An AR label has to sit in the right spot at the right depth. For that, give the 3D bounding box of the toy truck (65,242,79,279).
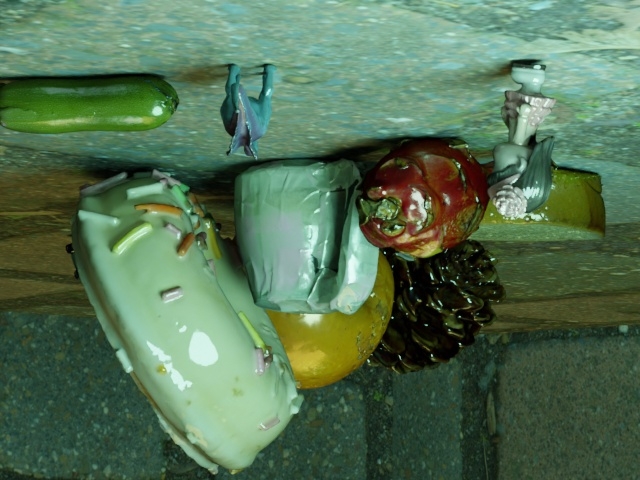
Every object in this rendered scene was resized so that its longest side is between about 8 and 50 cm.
[{"bbox_3d":[-0.333,0.017,2.454,0.074,0.063,0.136,-18,-179,-31],"label":"toy truck"}]

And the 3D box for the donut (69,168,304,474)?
[{"bbox_3d":[-0.150,0.084,1.869,0.142,0.382,0.382,-29,169,4],"label":"donut"}]

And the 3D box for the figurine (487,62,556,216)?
[{"bbox_3d":[0.172,-0.083,1.339,0.054,0.129,0.072,10,-177,6],"label":"figurine"}]

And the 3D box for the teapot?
[{"bbox_3d":[0.007,0.002,1.824,0.221,0.178,0.163,-6,171,35],"label":"teapot"}]

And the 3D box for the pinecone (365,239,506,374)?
[{"bbox_3d":[0.136,0.082,2.296,0.272,0.224,0.224,-19,162,40],"label":"pinecone"}]

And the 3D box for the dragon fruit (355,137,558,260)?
[{"bbox_3d":[0.145,-0.053,1.684,0.246,0.125,0.125,-17,-151,-20],"label":"dragon fruit"}]

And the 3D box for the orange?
[{"bbox_3d":[-0.029,0.075,2.130,0.246,0.246,0.246,1,173,0],"label":"orange"}]

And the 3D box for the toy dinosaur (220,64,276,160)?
[{"bbox_3d":[-0.062,-0.108,1.364,0.045,0.080,0.197,3,173,1],"label":"toy dinosaur"}]

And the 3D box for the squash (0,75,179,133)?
[{"bbox_3d":[-0.213,-0.119,1.413,0.183,0.052,0.052,-1,172,7],"label":"squash"}]

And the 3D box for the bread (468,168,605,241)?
[{"bbox_3d":[0.224,-0.041,1.902,0.236,0.070,0.236,1,174,0],"label":"bread"}]
